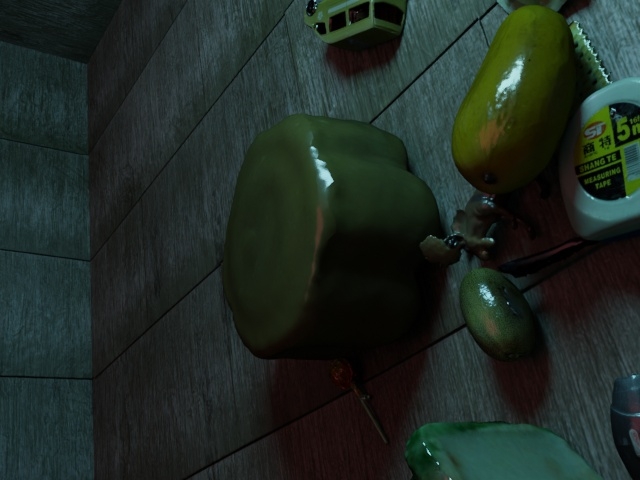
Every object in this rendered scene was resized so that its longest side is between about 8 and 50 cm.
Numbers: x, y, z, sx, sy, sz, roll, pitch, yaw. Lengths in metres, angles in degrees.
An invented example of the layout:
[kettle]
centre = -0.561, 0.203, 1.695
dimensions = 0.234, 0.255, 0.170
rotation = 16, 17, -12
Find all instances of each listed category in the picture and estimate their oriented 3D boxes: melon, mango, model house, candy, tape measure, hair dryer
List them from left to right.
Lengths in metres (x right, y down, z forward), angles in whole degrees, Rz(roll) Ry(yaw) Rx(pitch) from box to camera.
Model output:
[candy]
centre = 0.077, 0.304, 1.429
dimensions = 0.201, 0.060, 0.060
rotation = 55, 127, 36
[model house]
centre = 0.211, 0.416, 0.962
dimensions = 0.245, 0.312, 0.280
rotation = 47, 119, 46
[melon]
centre = 0.266, 0.109, 1.143
dimensions = 0.099, 0.099, 0.162
rotation = -52, 41, 35
[mango]
centre = 0.285, -0.214, 1.083
dimensions = 0.331, 0.142, 0.195
rotation = -70, 11, -19
[tape measure]
centre = 0.379, -0.081, 1.034
dimensions = 0.351, 0.098, 0.215
rotation = -25, 63, 54
[hair dryer]
centre = 0.468, 0.246, 0.838
dimensions = 0.272, 0.091, 0.235
rotation = -28, 69, 45

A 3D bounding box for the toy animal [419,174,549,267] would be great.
[toy animal]
centre = 0.265, -0.045, 1.208
dimensions = 0.186, 0.094, 0.214
rotation = 19, 90, 51

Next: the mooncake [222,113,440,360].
[mooncake]
centre = 0.000, 0.000, 1.418
dimensions = 0.467, 0.262, 0.467
rotation = -20, 66, 56

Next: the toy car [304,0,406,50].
[toy car]
centre = 0.065, -0.464, 1.586
dimensions = 0.257, 0.101, 0.124
rotation = -1, 84, 54

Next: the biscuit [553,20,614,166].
[biscuit]
centre = 0.377, -0.222, 1.140
dimensions = 0.144, 0.016, 0.203
rotation = -47, 45, 40

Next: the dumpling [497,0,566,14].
[dumpling]
centre = 0.317, -0.436, 1.203
dimensions = 0.219, 0.108, 0.152
rotation = 49, 122, 52
